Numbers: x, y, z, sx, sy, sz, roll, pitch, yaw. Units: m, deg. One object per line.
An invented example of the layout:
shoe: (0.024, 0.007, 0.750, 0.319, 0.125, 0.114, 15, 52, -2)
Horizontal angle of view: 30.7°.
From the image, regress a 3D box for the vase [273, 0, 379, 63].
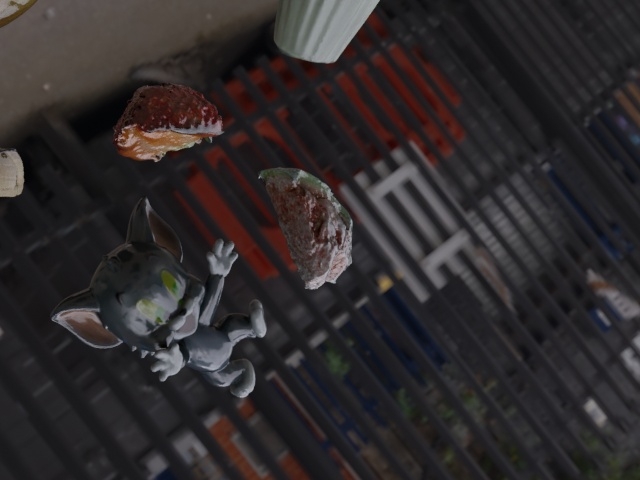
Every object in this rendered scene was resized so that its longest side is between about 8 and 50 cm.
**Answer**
vase: (0.028, -0.288, 1.103, 0.248, 0.128, 0.128, -66, 169, 19)

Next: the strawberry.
strawberry: (-0.208, -0.159, 1.528, 0.192, 0.085, 0.140, -8, 172, -41)

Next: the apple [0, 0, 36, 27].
apple: (-0.474, -0.374, 1.477, 0.234, 0.257, 0.257, -55, -174, -26)

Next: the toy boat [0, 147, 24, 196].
toy boat: (-0.495, -0.057, 1.397, 0.321, 0.089, 0.121, -17, 131, -55)

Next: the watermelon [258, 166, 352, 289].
watermelon: (0.000, 0.000, 1.293, 0.071, 0.187, 0.139, -21, -137, 11)

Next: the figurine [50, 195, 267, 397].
figurine: (-0.166, 0.083, 1.421, 0.265, 0.140, 0.193, 42, 74, -47)
